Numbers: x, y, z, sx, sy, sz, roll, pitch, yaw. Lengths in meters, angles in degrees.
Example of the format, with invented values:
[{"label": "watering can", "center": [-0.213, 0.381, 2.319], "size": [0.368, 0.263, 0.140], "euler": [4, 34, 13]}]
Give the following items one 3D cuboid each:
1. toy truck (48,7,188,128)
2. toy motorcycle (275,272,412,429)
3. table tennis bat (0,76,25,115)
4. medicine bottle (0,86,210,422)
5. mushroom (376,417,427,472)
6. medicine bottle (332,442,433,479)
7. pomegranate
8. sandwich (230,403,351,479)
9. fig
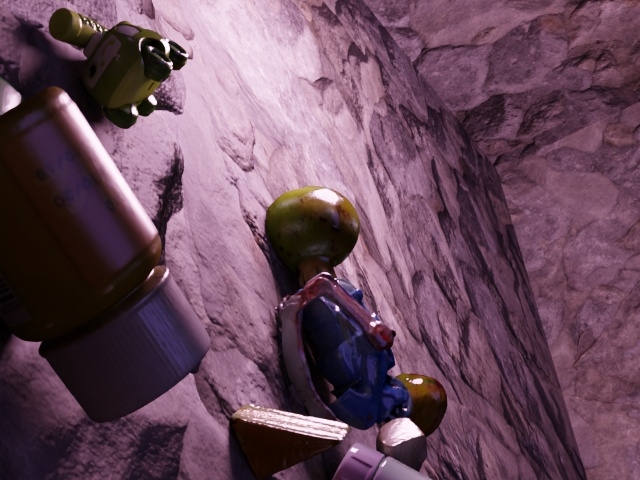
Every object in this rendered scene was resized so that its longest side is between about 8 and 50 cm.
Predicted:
[{"label": "toy truck", "center": [-0.335, -0.303, 1.826], "size": [0.210, 0.148, 0.187], "euler": [42, 20, 13]}, {"label": "toy motorcycle", "center": [0.030, 0.231, 2.082], "size": [0.319, 0.241, 0.182], "euler": [63, -20, 9]}, {"label": "table tennis bat", "center": [-0.426, -0.129, 1.540], "size": [0.257, 0.039, 0.160], "euler": [60, 20, 3]}, {"label": "medicine bottle", "center": [-0.314, 0.021, 1.364], "size": [0.384, 0.224, 0.224], "euler": [58, 22, -13]}, {"label": "mushroom", "center": [0.151, 0.410, 2.064], "size": [0.247, 0.096, 0.108], "euler": [89, -4, -54]}, {"label": "medicine bottle", "center": [0.106, 0.445, 1.915], "size": [0.168, 0.135, 0.135], "euler": [27, 18, 11]}, {"label": "pomegranate", "center": [-0.007, -0.013, 2.228], "size": [0.190, 0.159, 0.241], "euler": [54, 28, -24]}, {"label": "sandwich", "center": [-0.049, 0.298, 1.761], "size": [0.113, 0.163, 0.079], "euler": [62, 21, -2]}, {"label": "fig", "center": [0.197, 0.405, 2.315], "size": [0.149, 0.149, 0.245], "euler": [24, 69, -60]}]
